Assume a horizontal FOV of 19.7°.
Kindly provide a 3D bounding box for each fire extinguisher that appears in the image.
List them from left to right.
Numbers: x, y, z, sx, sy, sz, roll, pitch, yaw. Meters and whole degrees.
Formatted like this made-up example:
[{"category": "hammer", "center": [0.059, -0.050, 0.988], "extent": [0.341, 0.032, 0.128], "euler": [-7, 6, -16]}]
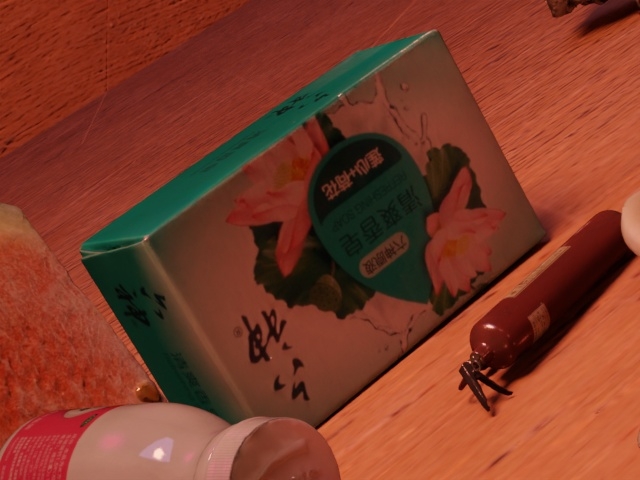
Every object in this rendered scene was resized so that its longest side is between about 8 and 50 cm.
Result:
[{"category": "fire extinguisher", "center": [0.114, 0.036, 0.998], "extent": [0.049, 0.035, 0.173], "euler": [-10, 20, 44]}]

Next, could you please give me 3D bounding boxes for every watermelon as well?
[{"category": "watermelon", "center": [-0.212, 0.114, 1.074], "extent": [0.201, 0.261, 0.213], "euler": [16, 36, 32]}]

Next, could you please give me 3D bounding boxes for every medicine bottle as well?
[{"category": "medicine bottle", "center": [-0.082, 0.127, 0.937], "extent": [0.090, 0.090, 0.217], "euler": [-39, 18, -36]}]

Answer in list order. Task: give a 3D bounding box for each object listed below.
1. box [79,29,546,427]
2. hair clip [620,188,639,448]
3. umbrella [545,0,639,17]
[{"category": "box", "center": [0.000, 0.000, 1.102], "extent": [0.245, 0.153, 0.092], "euler": [-38, 17, -29]}, {"category": "hair clip", "center": [0.236, 0.012, 0.713], "extent": [0.282, 0.113, 0.172], "euler": [-14, 20, 32]}, {"category": "umbrella", "center": [0.349, -0.267, 1.541], "extent": [0.358, 0.106, 0.113], "euler": [-15, 27, 22]}]
